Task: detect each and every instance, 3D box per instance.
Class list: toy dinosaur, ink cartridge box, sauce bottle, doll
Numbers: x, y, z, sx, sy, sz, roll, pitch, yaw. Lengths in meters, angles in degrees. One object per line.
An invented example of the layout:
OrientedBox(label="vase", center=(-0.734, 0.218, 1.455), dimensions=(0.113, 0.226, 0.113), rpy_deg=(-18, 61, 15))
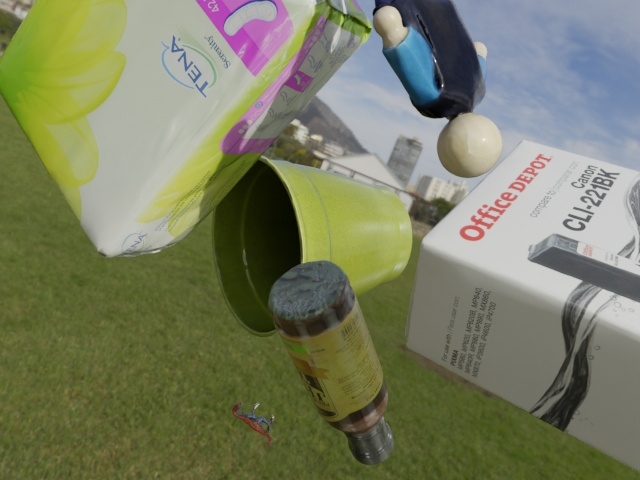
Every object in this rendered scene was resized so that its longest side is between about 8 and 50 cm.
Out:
OrientedBox(label="toy dinosaur", center=(-0.135, 0.353, 1.079), dimensions=(0.082, 0.047, 0.090), rpy_deg=(18, 18, -20))
OrientedBox(label="ink cartridge box", center=(0.227, 0.045, 0.395), dimensions=(0.272, 0.114, 0.197), rpy_deg=(24, 43, 29))
OrientedBox(label="sauce bottle", center=(0.032, 0.188, 0.756), dimensions=(0.111, 0.111, 0.345), rpy_deg=(31, -32, 51))
OrientedBox(label="doll", center=(0.065, -0.126, 0.335), dimensions=(0.129, 0.046, 0.189), rpy_deg=(-3, 68, -49))

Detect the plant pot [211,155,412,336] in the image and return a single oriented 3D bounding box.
OrientedBox(label="plant pot", center=(0.000, 0.000, 1.203), dimensions=(0.352, 0.367, 0.366), rpy_deg=(-5, 22, -37))

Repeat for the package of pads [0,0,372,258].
OrientedBox(label="package of pads", center=(-0.128, -0.151, 0.460), dimensions=(0.229, 0.296, 0.101), rpy_deg=(55, 26, 12))
